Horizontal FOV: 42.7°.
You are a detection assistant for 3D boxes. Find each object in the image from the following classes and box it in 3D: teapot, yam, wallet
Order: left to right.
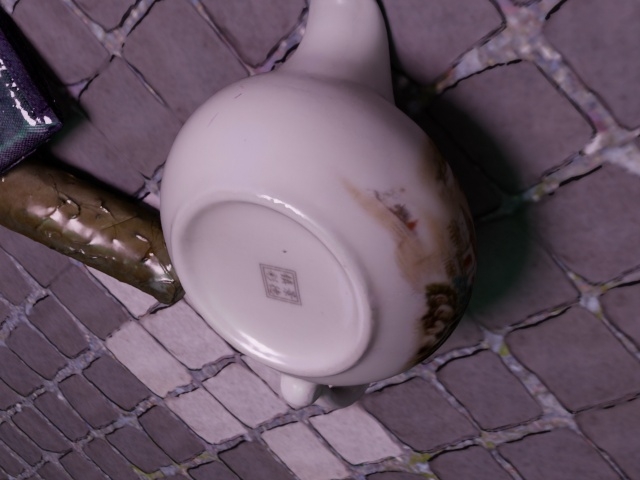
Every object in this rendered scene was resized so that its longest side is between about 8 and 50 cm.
[{"bbox_3d":[-0.287,-0.098,0.649,0.165,0.030,0.111,-28,97,22],"label":"wallet"},{"bbox_3d":[-0.242,-0.035,0.696,0.317,0.067,0.071,25,122,12],"label":"yam"},{"bbox_3d":[0.000,0.000,0.516,0.204,0.139,0.298,15,131,20],"label":"teapot"}]
